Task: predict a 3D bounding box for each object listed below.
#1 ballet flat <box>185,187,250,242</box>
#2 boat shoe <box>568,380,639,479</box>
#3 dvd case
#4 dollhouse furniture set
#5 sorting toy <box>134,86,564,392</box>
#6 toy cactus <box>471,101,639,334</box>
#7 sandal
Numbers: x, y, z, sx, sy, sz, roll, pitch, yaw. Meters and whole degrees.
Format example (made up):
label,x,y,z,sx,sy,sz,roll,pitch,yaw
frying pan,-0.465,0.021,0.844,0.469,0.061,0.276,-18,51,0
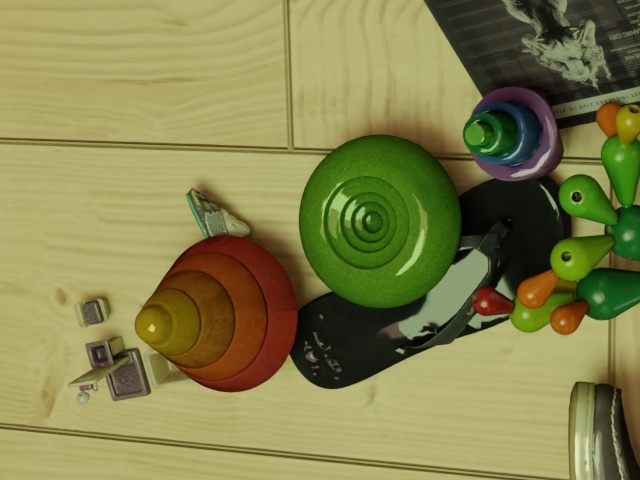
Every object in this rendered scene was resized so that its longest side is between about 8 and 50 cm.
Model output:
label,x,y,z,sx,sy,sz,roll,pitch,yaw
ballet flat,-0.069,0.008,1.297,0.041,0.041,0.114,-18,96,23
boat shoe,0.242,0.231,1.203,0.092,0.103,0.285,-9,103,17
dvd case,0.150,-0.166,1.106,0.164,0.018,0.221,-11,128,35
dollhouse furniture set,-0.146,0.089,1.316,0.114,0.081,0.091,-11,99,22
sorting toy,0.000,0.000,1.166,0.365,0.126,0.127,-31,79,24
toy cactus,0.226,0.003,1.142,0.180,0.112,0.219,30,111,-25
sandal,0.081,0.042,1.235,0.254,0.054,0.097,-36,89,24
